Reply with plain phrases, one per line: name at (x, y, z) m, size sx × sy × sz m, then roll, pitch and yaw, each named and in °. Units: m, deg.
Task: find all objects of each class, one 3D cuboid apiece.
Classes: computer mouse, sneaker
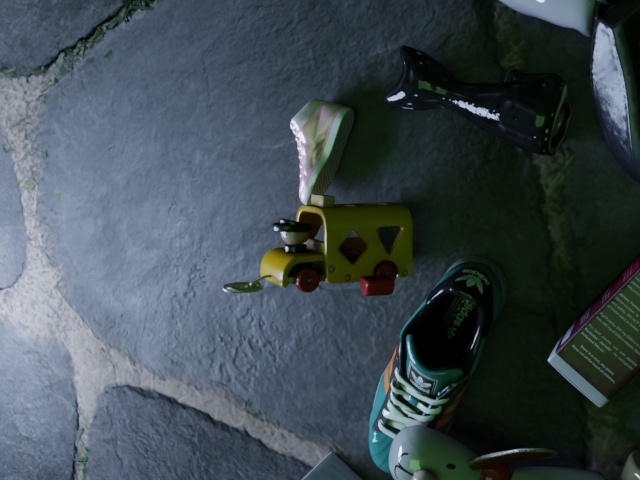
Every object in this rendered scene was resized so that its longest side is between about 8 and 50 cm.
computer mouse at (0.330, -0.178, 0.729) m, size 0.188 × 0.072 × 0.272 m, roll -16°, pitch 101°, yaw -18°
sneaker at (-0.011, -0.116, 0.926) m, size 0.070 × 0.051 × 0.134 m, roll 27°, pitch 104°, yaw 21°
sneaker at (0.121, 0.160, 0.861) m, size 0.108 × 0.121 × 0.302 m, roll 26°, pitch 108°, yaw 19°

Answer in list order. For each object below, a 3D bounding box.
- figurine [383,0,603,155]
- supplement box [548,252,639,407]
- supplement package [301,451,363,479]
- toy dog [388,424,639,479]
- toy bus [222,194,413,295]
figurine at (0.188, -0.225, 0.804) m, size 0.209 × 0.092 × 0.215 m, roll 21°, pitch 104°, yaw 25°
supplement box at (0.345, 0.048, 0.738) m, size 0.073 × 0.130 × 0.239 m, roll 42°, pitch 113°, yaw 15°
supplement package at (-0.020, 0.392, 0.889) m, size 0.134 × 0.244 × 0.139 m, roll 39°, pitch 110°, yaw 15°
toy dog at (0.242, 0.302, 0.768) m, size 0.333 × 0.161 × 0.220 m, roll -5°, pitch 103°, yaw 9°
toy bus at (0.009, -0.001, 0.853) m, size 0.190 × 0.202 × 0.105 m, roll 2°, pitch 97°, yaw 19°
